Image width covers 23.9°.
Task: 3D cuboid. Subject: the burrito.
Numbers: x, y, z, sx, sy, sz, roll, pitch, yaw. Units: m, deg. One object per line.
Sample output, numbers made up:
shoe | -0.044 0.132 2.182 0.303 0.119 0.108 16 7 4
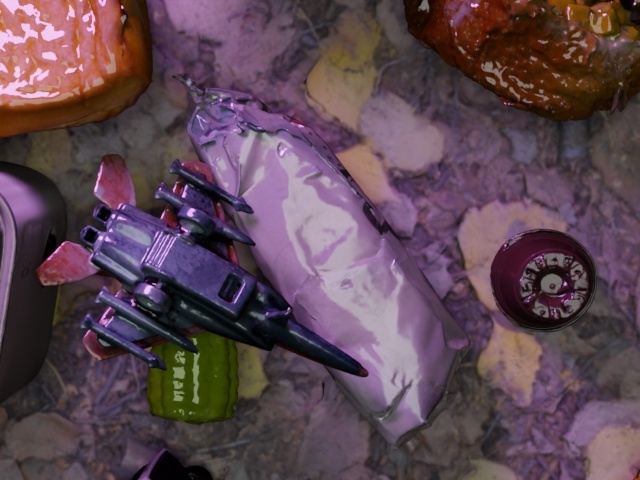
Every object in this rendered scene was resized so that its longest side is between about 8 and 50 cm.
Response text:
burrito | 0.000 0.000 1.528 0.139 0.101 0.445 -34 92 6

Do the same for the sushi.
sushi | 0.212 -0.230 1.482 0.296 0.167 0.179 30 118 6

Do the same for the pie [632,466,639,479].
pie | 0.446 0.289 1.548 0.273 0.069 0.273 0 95 0

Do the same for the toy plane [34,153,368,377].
toy plane | -0.097 0.050 1.454 0.326 0.104 0.223 26 71 4

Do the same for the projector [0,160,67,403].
projector | -0.399 0.040 1.472 0.248 0.249 0.248 10 95 1

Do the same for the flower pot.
flower pot | 0.229 0.044 1.528 0.111 0.089 0.111 0 94 2

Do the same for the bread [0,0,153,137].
bread | -0.341 -0.252 1.480 0.328 0.148 0.337 -13 81 -1

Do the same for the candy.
candy | -0.131 0.085 1.546 0.097 0.097 0.209 -1 87 2

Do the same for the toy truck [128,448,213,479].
toy truck | -0.118 0.338 1.561 0.125 0.101 0.242 -42 94 16
